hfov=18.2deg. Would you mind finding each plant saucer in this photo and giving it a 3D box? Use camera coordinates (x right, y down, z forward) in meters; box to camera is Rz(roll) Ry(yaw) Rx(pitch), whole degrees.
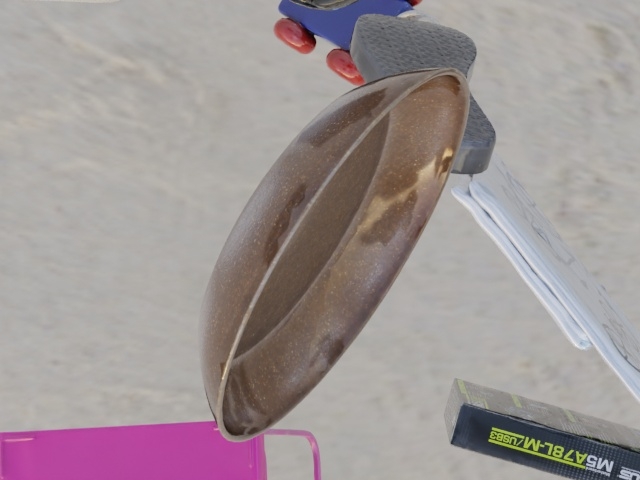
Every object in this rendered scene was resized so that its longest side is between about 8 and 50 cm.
[{"bbox_3d":[0.000,0.000,0.914,0.036,0.198,0.199,33,99,17],"label":"plant saucer"}]

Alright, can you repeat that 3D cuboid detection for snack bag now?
[{"bbox_3d":[0.239,0.064,1.800,0.037,0.323,0.342,-39,92,9],"label":"snack bag"}]

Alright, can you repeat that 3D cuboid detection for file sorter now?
[{"bbox_3d":[-0.156,0.292,2.023,0.290,0.182,0.202,-5,81,23],"label":"file sorter"}]

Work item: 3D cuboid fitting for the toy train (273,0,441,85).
[{"bbox_3d":[0.081,-0.163,1.755,0.105,0.143,0.248,-56,42,1],"label":"toy train"}]

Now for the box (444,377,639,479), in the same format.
[{"bbox_3d":[0.202,0.173,1.749,0.184,0.191,0.045,13,93,1],"label":"box"}]

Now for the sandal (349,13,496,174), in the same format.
[{"bbox_3d":[0.068,-0.105,1.461,0.097,0.254,0.054,12,116,-7],"label":"sandal"}]

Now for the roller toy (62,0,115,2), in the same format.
[{"bbox_3d":[-0.110,-0.162,0.555,0.146,0.191,0.209,3,108,-5],"label":"roller toy"}]

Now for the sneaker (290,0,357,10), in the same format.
[{"bbox_3d":[0.057,-0.224,1.292,0.079,0.121,0.217,40,123,-9],"label":"sneaker"}]
